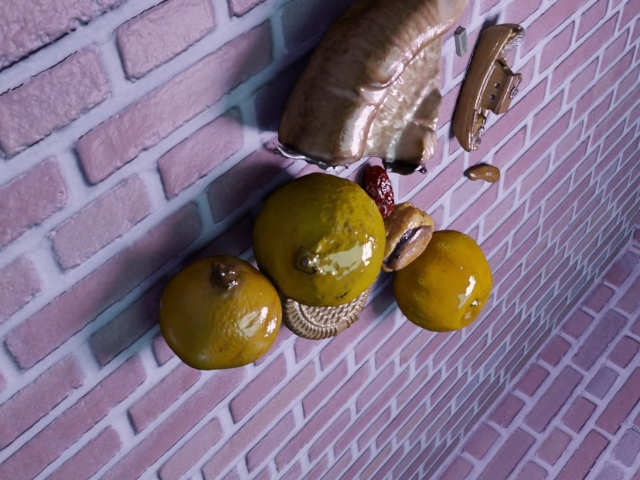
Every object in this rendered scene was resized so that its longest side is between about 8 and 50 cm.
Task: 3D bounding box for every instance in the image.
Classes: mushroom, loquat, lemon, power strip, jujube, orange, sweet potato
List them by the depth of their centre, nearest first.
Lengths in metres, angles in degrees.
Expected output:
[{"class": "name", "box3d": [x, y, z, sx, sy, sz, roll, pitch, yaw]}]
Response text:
[{"class": "loquat", "box3d": [-0.172, 0.115, 1.380, 0.213, 0.213, 0.246, -37, 157, -33]}, {"class": "mushroom", "box3d": [0.093, -0.332, 1.401, 0.314, 0.224, 0.397, 1, 112, -41]}, {"class": "lemon", "box3d": [0.000, 0.000, 1.470, 0.310, 0.254, 0.253, -69, -176, -78]}, {"class": "jujube", "box3d": [0.125, -0.109, 1.769, 0.077, 0.077, 0.129, -40, 135, -30]}, {"class": "power strip", "box3d": [0.318, -0.445, 1.796, 0.027, 0.017, 0.083, -48, 148, -15]}, {"class": "orange", "box3d": [0.326, 0.109, 2.102, 0.279, 0.235, 0.279, -23, 127, -35]}, {"class": "sweet potato", "box3d": [0.461, -0.188, 2.223, 0.182, 0.054, 0.053, -1, 109, -54]}]

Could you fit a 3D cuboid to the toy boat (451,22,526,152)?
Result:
[{"class": "toy boat", "box3d": [0.409, -0.361, 1.911, 0.089, 0.121, 0.321, -25, 137, -53]}]

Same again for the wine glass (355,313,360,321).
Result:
[{"class": "wine glass", "box3d": [0.040, 0.154, 1.883, 0.072, 0.072, 0.155, -59, 152, 2]}]

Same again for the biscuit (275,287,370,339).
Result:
[{"class": "biscuit", "box3d": [0.008, 0.099, 1.712, 0.259, 0.079, 0.259, -13, 113, -33]}]

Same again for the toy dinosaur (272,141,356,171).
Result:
[{"class": "toy dinosaur", "box3d": [-0.015, -0.160, 1.491, 0.209, 0.082, 0.039, 4, 111, -43]}]

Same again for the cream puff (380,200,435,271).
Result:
[{"class": "cream puff", "box3d": [0.173, -0.013, 1.870, 0.189, 0.129, 0.189, -37, 155, -21]}]
